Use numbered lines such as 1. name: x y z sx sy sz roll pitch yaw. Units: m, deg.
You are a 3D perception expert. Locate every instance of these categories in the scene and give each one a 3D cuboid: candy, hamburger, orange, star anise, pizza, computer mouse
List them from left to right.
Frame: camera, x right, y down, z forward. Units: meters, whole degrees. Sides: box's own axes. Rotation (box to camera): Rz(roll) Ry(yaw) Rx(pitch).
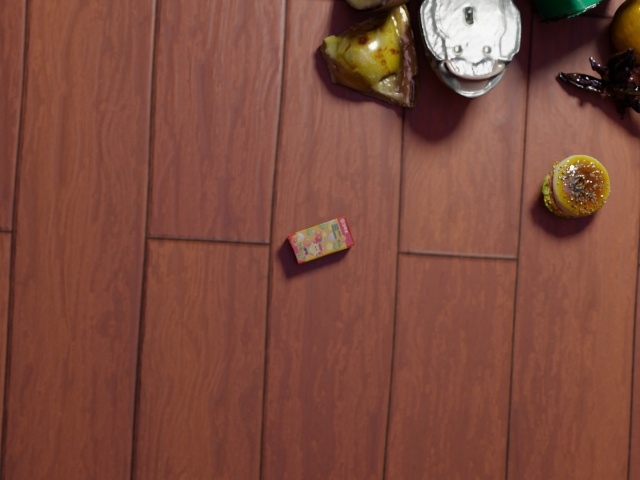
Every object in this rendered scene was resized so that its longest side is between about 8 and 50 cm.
1. candy: 0.000 0.000 1.832 0.121 0.038 0.062 -19 91 -5
2. pizza: 0.112 -0.343 1.822 0.188 0.080 0.204 -19 93 -4
3. computer mouse: 0.275 -0.451 1.823 0.199 0.115 0.389 2 74 -10
4. hamburger: 0.506 -0.107 1.851 0.141 0.081 0.127 1 90 -6
5. star anise: 0.597 -0.319 1.837 0.212 0.157 0.053 35 48 -2
6. orange: 0.651 -0.422 1.829 0.158 0.136 0.159 -4 74 14

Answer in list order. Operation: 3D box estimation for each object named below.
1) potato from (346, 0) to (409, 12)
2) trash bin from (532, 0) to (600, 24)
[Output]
1. potato: 0.156 -0.559 1.778 0.116 0.239 0.299 21 83 -39
2. trash bin: 0.445 -0.626 1.769 0.259 0.295 0.381 -26 102 -4
